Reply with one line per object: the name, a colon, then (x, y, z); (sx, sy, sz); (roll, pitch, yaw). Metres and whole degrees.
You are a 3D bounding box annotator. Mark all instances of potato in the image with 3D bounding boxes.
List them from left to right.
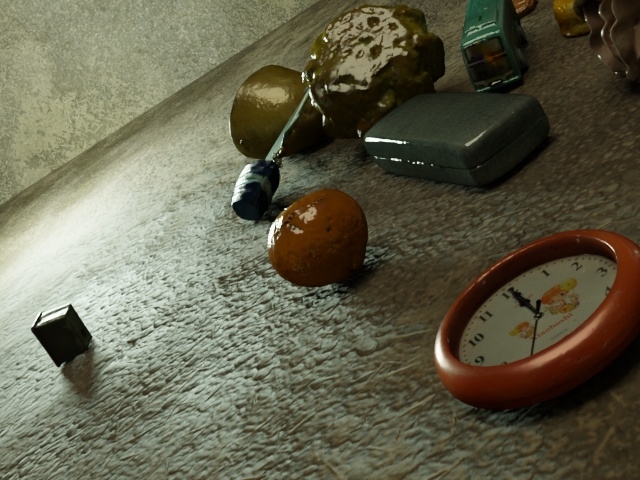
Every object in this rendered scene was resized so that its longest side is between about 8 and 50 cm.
potato: (-0.053, -0.236, 1.723); (0.203, 0.178, 0.158); (-19, 24, -38)

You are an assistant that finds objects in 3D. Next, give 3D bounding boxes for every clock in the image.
clock: (0.190, 0.067, 0.789); (0.205, 0.051, 0.205); (-31, 21, 13)

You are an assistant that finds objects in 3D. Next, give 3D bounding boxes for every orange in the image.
orange: (-0.002, 0.001, 1.145); (0.135, 0.118, 0.135); (-25, -9, -4)

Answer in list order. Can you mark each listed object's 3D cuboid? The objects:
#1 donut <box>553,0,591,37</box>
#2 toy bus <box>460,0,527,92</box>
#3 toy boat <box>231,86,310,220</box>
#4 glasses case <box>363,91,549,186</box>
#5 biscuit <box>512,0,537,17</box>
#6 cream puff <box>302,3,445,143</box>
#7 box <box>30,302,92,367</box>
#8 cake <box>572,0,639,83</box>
donut: (0.432, -0.381, 1.429); (0.151, 0.058, 0.152); (-31, 22, 14)
toy bus: (0.277, -0.325, 1.473); (0.091, 0.109, 0.262); (-19, 25, 21)
toy boat: (-0.073, -0.177, 1.568); (0.291, 0.067, 0.220); (-67, 9, -14)
glasses case: (0.175, -0.145, 1.260); (0.131, 0.074, 0.323); (-40, 21, -12)
biscuit: (0.361, -0.435, 1.712); (0.102, 0.019, 0.130); (-15, 28, 44)
cream puff: (0.093, -0.274, 1.499); (0.244, 0.244, 0.196); (-24, -9, 26)
box: (-0.423, 0.152, 1.502); (0.063, 0.085, 0.060); (-25, 21, 10)
cake: (0.408, -0.280, 1.114); (0.185, 0.178, 0.207); (9, 9, 34)
